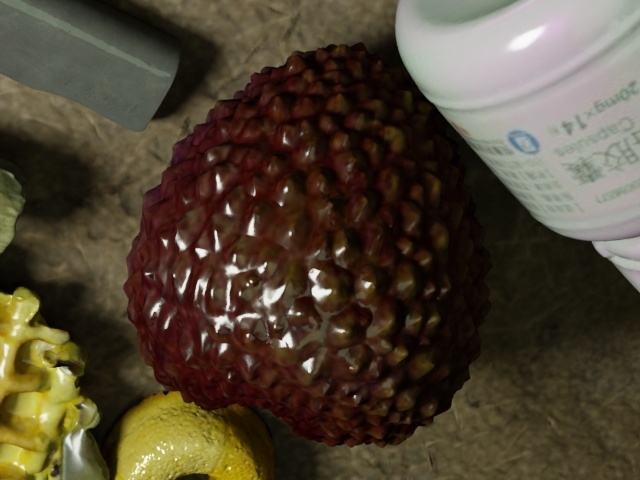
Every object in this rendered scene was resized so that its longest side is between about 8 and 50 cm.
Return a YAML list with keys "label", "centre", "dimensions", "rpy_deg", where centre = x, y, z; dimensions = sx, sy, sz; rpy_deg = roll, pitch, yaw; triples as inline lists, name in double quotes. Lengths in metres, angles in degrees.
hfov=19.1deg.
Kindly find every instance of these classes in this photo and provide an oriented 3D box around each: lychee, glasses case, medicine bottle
- label: "lychee"
  centre: [0.000, 0.000, 1.273]
  dimensions: [0.271, 0.271, 0.271]
  rpy_deg: [-4, 116, -9]
- label: "glasses case"
  centre: [-0.188, -0.140, 1.270]
  dimensions: [0.191, 0.042, 0.072]
  rpy_deg: [25, 116, -21]
- label: "medicine bottle"
  centre: [0.222, -0.103, 1.252]
  dimensions: [0.241, 0.241, 0.302]
  rpy_deg: [-40, 116, 9]

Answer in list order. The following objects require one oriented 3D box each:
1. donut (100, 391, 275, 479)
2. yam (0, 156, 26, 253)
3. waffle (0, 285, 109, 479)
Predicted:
- label: "donut"
  centre: [-0.100, 0.188, 1.438]
  dimensions: [0.152, 0.058, 0.152]
  rpy_deg: [-5, 119, -8]
- label: "yam"
  centre: [-0.373, -0.078, 1.239]
  dimensions: [0.371, 0.083, 0.083]
  rpy_deg: [22, 110, -19]
- label: "waffle"
  centre: [-0.308, 0.131, 1.364]
  dimensions: [0.329, 0.062, 0.329]
  rpy_deg: [-5, 116, -11]
